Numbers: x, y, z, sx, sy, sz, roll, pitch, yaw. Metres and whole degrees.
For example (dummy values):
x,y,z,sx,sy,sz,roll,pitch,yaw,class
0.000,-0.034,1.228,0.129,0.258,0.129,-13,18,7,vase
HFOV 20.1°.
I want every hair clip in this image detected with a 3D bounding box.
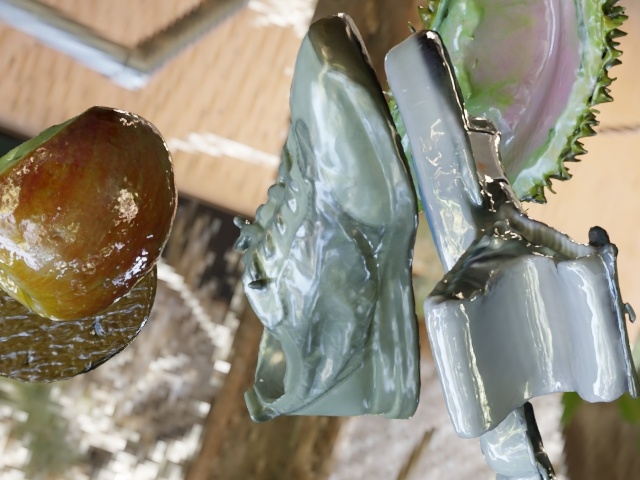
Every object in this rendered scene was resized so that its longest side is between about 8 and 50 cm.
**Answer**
x,y,z,sx,sy,sz,roll,pitch,yaw,class
0.056,0.004,0.564,0.054,0.140,0.220,-18,-165,5,hair clip

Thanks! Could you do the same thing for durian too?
x,y,z,sx,sy,sz,roll,pitch,yaw,class
0.112,-0.111,1.038,0.137,0.221,0.095,26,-142,13,durian

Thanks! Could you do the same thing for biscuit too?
x,y,z,sx,sy,sz,roll,pitch,yaw,class
-0.259,0.043,1.723,0.212,0.212,0.036,21,-162,-25,biscuit

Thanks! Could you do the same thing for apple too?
x,y,z,sx,sy,sz,roll,pitch,yaw,class
-0.200,-0.028,1.465,0.160,0.173,0.195,38,166,-17,apple

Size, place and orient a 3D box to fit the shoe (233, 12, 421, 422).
x,y,z,sx,sy,sz,roll,pitch,yaw,class
0.000,0.000,0.973,0.098,0.275,0.103,-13,-140,-11,shoe
